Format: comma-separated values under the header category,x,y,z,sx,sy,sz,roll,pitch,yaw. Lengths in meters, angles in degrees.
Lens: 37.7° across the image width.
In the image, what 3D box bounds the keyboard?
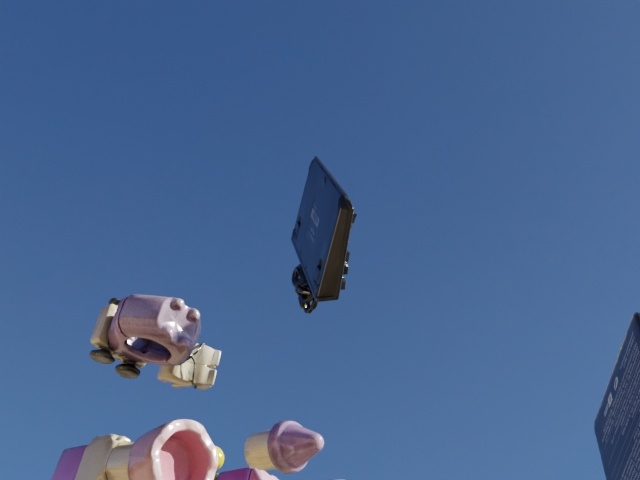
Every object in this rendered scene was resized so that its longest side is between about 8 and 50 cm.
category,x,y,z,sx,sy,sz,roll,pitch,yaw
keyboard,0.000,0.000,0.745,0.023,0.180,0.108,13,-78,-10

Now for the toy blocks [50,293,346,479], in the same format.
category,x,y,z,sx,sy,sz,roll,pitch,yaw
toy blocks,-0.054,0.216,0.801,0.260,0.309,0.288,-19,-44,39

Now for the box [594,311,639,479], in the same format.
category,x,y,z,sx,sy,sz,roll,pitch,yaw
box,0.530,0.297,1.137,0.293,0.395,0.212,9,-61,1
